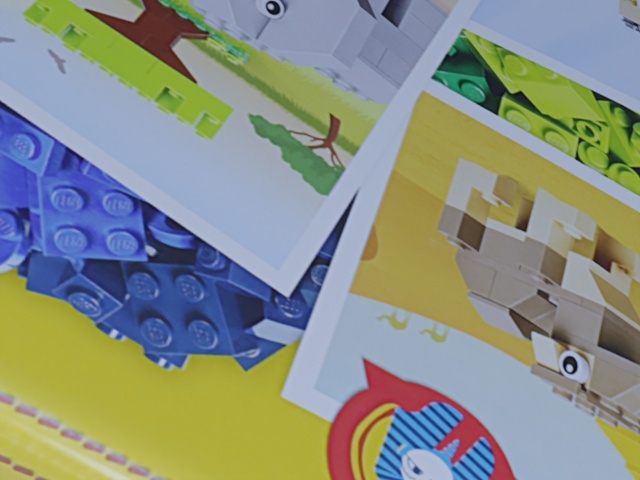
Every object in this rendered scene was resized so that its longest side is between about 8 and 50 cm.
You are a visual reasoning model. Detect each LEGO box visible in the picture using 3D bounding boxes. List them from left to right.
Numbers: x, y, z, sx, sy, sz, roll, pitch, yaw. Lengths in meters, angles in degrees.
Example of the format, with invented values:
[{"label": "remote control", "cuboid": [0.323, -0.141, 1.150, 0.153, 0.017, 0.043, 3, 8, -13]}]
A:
[{"label": "LEGO box", "cuboid": [0.000, 0.000, 0.494, 0.500, 0.372, 0.193, 29, 133, -7]}]
